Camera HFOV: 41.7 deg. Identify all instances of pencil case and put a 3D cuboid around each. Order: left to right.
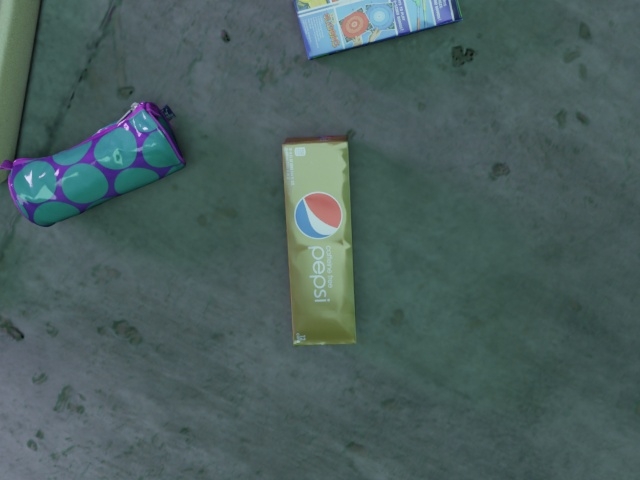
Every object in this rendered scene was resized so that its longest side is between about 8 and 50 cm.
[{"bbox_3d":[-0.196,-0.067,0.737,0.151,0.064,0.070,-24,116,6],"label":"pencil case"}]

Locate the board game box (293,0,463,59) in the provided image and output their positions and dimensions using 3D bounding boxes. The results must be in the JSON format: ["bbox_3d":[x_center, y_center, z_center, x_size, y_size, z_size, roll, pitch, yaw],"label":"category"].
[{"bbox_3d":[0.030,-0.267,0.703,0.136,0.035,0.201,-13,101,4],"label":"board game box"}]

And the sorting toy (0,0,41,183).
[{"bbox_3d":[-0.382,-0.129,0.746,0.229,0.041,0.307,13,102,-6],"label":"sorting toy"}]

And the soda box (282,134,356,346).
[{"bbox_3d":[0.000,0.000,0.747,0.058,0.061,0.181,-3,102,2],"label":"soda box"}]
